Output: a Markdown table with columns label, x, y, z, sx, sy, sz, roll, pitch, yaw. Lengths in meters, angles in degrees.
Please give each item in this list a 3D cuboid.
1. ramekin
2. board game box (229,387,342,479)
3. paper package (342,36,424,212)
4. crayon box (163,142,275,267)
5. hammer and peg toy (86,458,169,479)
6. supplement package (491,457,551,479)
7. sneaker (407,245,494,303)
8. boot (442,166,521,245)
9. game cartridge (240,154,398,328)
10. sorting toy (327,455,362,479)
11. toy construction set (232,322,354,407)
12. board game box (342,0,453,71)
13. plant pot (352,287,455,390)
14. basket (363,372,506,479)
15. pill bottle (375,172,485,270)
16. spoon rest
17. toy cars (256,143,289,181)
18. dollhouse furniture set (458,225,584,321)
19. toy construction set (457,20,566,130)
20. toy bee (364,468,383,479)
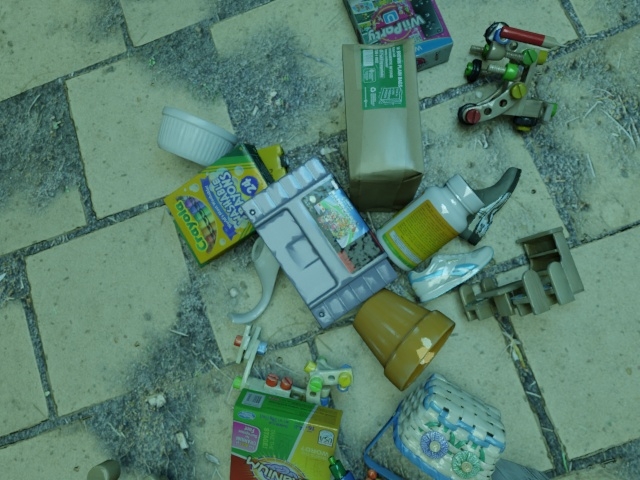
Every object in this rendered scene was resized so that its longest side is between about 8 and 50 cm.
| label | x | y | z | sx | sy | sz | roll | pitch | yaw |
| --- | --- | --- | --- | --- | --- | --- | --- | --- | --- |
| ramekin | -0.339 | -0.269 | 1.135 | 0.207 | 0.207 | 0.109 | 22 | 94 | 9 |
| board game box | -0.089 | 0.520 | 0.988 | 0.242 | 0.064 | 0.317 | 10 | 110 | 7 |
| paper package | 0.145 | -0.260 | 1.023 | 0.168 | 0.309 | 0.325 | -2 | 80 | 4 |
| crayon box | -0.265 | -0.081 | 1.103 | 0.323 | 0.083 | 0.203 | -31 | 89 | 16 |
| hammer and peg toy | -0.453 | 0.726 | 1.033 | 0.361 | 0.127 | 0.266 | 38 | 89 | 10 |
| supplement package | 0.433 | 0.621 | 0.885 | 0.145 | 0.262 | 0.204 | 16 | 84 | 8 |
| sneaker | 0.335 | 0.068 | 1.068 | 0.228 | 0.087 | 0.092 | -30 | 78 | -1 |
| boot | 0.400 | -0.121 | 1.096 | 0.161 | 0.083 | 0.247 | 34 | 85 | 15 |
| game cartridge | 0.000 | 0.000 | 0.997 | 0.230 | 0.068 | 0.355 | -34 | 90 | 1 |
| sorting toy | -0.069 | 0.572 | 0.925 | 0.365 | 0.127 | 0.126 | -37 | 76 | 22 |
| toy construction set | -0.090 | 0.347 | 1.038 | 0.327 | 0.151 | 0.215 | 21 | 109 | 16 |
| board game box | 0.210 | -0.621 | 1.179 | 0.224 | 0.097 | 0.304 | -20 | 81 | 3 |
| plant pot | 0.188 | 0.222 | 1.016 | 0.188 | 0.205 | 0.205 | 38 | 87 | 26 |
| basket | 0.263 | 0.477 | 0.965 | 0.254 | 0.201 | 0.289 | 27 | 113 | 10 |
| pill bottle | 0.270 | -0.046 | 1.027 | 0.245 | 0.136 | 0.136 | -41 | 79 | 22 |
| spoon rest | -0.156 | 0.092 | 1.111 | 0.084 | 0.137 | 0.276 | 22 | 93 | -30 |
| toy cars | -0.038 | -0.096 | 1.133 | 0.393 | 0.087 | 0.176 | 39 | 104 | 7 |
| dollhouse furniture set | 0.478 | 0.078 | 0.994 | 0.242 | 0.212 | 0.161 | -13 | 81 | -23 |
| toy construction set | 0.500 | -0.401 | 1.026 | 0.237 | 0.309 | 0.258 | 14 | 91 | 3 |
| toy bee | 0.118 | 0.602 | 0.955 | 0.298 | 0.195 | 0.162 | -28 | 92 | 5 |
